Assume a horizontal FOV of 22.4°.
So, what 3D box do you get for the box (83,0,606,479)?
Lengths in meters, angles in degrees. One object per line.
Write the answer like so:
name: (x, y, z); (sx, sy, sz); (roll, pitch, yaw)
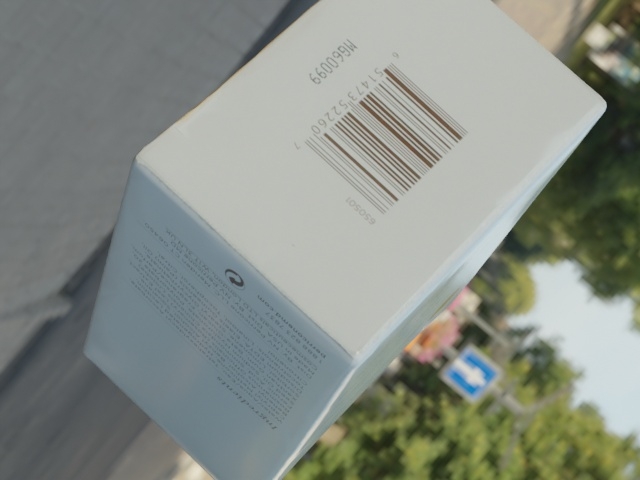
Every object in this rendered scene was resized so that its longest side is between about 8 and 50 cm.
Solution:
box: (0.000, 0.000, 0.559); (0.130, 0.091, 0.170); (-44, 173, -27)
